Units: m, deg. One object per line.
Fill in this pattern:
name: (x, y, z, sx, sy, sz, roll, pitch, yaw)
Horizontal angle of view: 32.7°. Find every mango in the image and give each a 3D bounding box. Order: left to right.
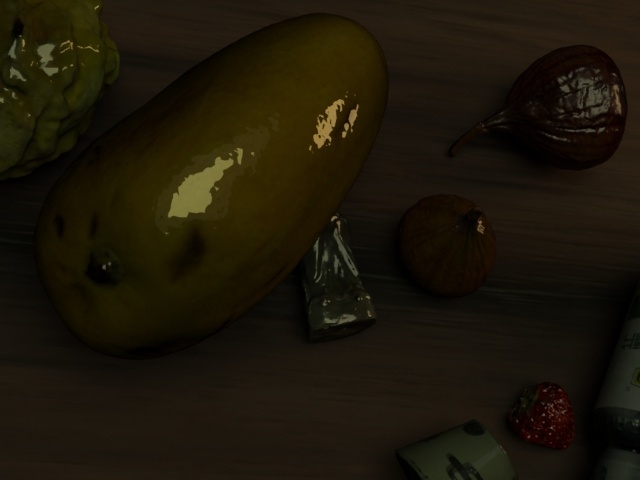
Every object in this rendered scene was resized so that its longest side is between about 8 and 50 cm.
mango: (-0.086, -0.067, 1.086, 0.220, 0.301, 0.445, 48, 59, -3)

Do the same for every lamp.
lamp: (0.096, 0.276, 1.124, 0.215, 0.121, 0.121, -31, 84, -10)

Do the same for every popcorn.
popcorn: (-0.332, -0.187, 1.108, 0.266, 0.192, 0.233, -22, 78, -29)

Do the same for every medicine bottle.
medicine bottle: (0.389, 0.164, 1.213, 0.141, 0.141, 0.293, 27, 71, -5)

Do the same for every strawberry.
strawberry: (0.254, 0.199, 1.212, 0.083, 0.073, 0.073, 41, 69, -14)

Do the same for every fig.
fig: (0.152, -0.012, 1.211, 0.119, 0.153, 0.119, 17, 42, -16)
fig: (0.250, -0.154, 1.281, 0.201, 0.133, 0.146, -4, 66, -6)

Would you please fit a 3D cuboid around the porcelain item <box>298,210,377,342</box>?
porcelain item: (0.000, 0.000, 1.210, 0.081, 0.069, 0.215, -11, 73, -12)
